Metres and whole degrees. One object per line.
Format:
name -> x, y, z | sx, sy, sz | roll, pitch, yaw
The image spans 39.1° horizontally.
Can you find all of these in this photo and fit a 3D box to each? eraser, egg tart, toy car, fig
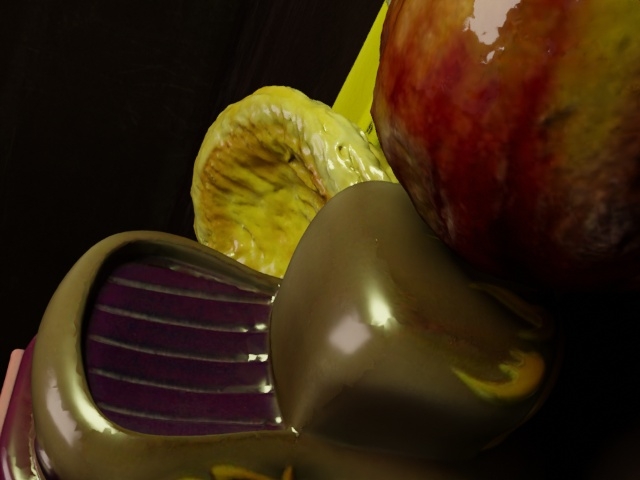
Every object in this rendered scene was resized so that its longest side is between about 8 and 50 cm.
eraser -> 0.061, -0.128, 0.957 | 0.158, 0.069, 0.226 | -90, 22, -48
egg tart -> 0.000, 0.000, 0.861 | 0.319, 0.128, 0.319 | 23, 120, 48
toy car -> -0.020, 0.087, 0.548 | 0.271, 0.340, 0.240 | -97, 19, -49
fig -> 0.137, -0.091, 0.435 | 0.263, 0.224, 0.224 | 137, 145, -55
